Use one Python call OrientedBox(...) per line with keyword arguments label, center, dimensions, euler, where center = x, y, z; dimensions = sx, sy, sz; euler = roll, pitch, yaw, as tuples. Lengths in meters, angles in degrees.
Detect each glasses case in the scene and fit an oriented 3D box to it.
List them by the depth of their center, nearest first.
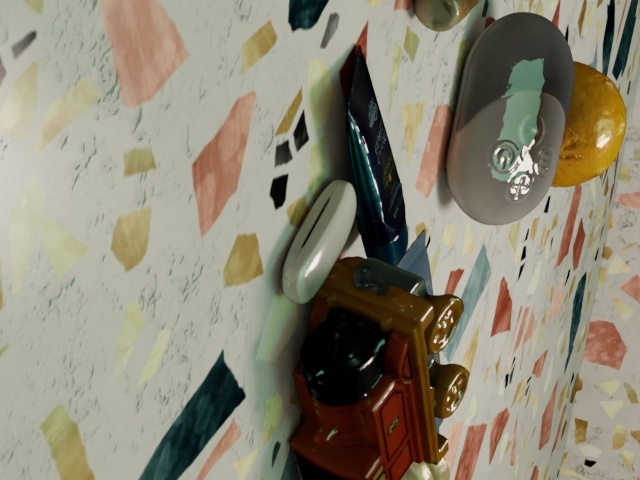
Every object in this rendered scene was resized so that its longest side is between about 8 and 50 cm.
OrientedBox(label="glasses case", center=(0.000, 0.000, 1.309), dimensions=(0.164, 0.041, 0.063), euler=(-61, 152, -34))

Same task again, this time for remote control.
OrientedBox(label="remote control", center=(0.295, -0.185, 1.792), dimensions=(0.221, 0.103, 0.332), euler=(3, 100, -38))

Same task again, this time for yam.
OrientedBox(label="yam", center=(0.216, -0.374, 1.586), dimensions=(0.357, 0.081, 0.081), euler=(-49, 145, -47))

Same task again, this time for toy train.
OrientedBox(label="toy train", center=(0.062, 0.185, 1.428), dimensions=(0.231, 0.163, 0.369), euler=(-53, 150, -30))

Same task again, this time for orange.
OrientedBox(label="orange", center=(0.404, -0.196, 1.955), dimensions=(0.193, 0.219, 0.219), euler=(-55, 154, -75))

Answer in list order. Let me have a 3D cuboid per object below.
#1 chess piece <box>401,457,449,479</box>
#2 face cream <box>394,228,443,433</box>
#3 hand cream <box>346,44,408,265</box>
OrientedBox(label="chess piece", center=(0.047, 0.382, 1.581), dimensions=(0.301, 0.137, 0.137), euler=(-42, 142, -35))
OrientedBox(label="face cream", center=(0.137, 0.182, 1.709), dimensions=(0.135, 0.086, 0.385), euler=(-48, 140, -51))
OrientedBox(label="hand cream", center=(0.058, -0.089, 1.383), dimensions=(0.120, 0.061, 0.270), euler=(-77, 159, -44))
